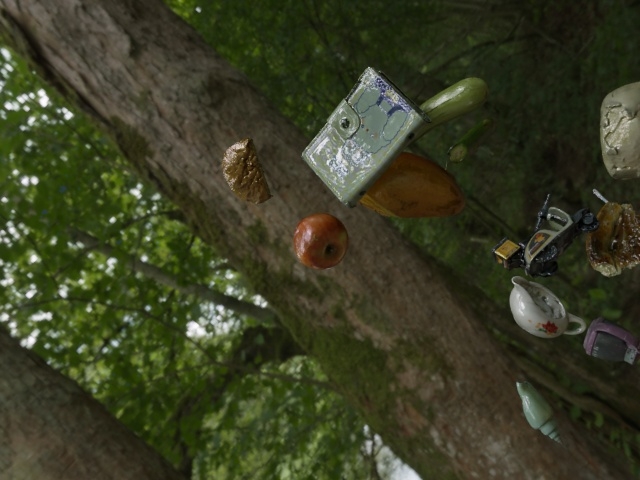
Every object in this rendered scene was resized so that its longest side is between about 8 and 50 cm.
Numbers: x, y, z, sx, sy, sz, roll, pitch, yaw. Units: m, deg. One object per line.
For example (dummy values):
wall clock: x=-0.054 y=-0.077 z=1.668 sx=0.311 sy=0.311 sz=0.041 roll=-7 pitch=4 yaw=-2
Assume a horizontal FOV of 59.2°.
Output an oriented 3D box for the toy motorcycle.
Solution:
toy motorcycle: x=0.589 y=-0.009 z=1.458 sx=0.263 sy=0.157 sz=0.091 roll=-39 pitch=-45 yaw=-13

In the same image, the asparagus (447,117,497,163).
asparagus: x=0.470 y=-0.310 z=1.727 sx=0.277 sy=0.067 sz=0.060 roll=-42 pitch=-39 yaw=-46

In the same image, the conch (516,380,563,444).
conch: x=0.546 y=0.419 z=1.385 sx=0.088 sy=0.180 sz=0.065 roll=-23 pitch=-13 yaw=-37

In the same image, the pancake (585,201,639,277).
pancake: x=0.821 y=-0.017 z=1.482 sx=0.244 sy=0.057 sz=0.266 roll=-4 pitch=48 yaw=56

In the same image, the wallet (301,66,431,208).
wallet: x=0.110 y=-0.262 z=1.451 sx=0.077 sy=0.223 sz=0.309 roll=-7 pitch=-36 yaw=-53

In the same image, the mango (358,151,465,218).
mango: x=0.250 y=-0.150 z=1.641 sx=0.201 sy=0.349 sz=0.199 roll=-67 pitch=-15 yaw=-50

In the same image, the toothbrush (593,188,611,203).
toothbrush: x=0.883 y=-0.099 z=1.705 sx=0.017 sy=0.162 sz=0.014 roll=-9 pitch=-38 yaw=-37

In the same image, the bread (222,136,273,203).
bread: x=-0.259 y=-0.235 z=1.960 sx=0.139 sy=0.229 sz=0.143 roll=-16 pitch=14 yaw=8

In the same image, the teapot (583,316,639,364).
teapot: x=0.828 y=0.276 z=1.575 sx=0.116 sy=0.146 sz=0.148 roll=-37 pitch=-46 yaw=-38

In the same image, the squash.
squash: x=0.312 y=-0.332 z=1.434 sx=0.250 sy=0.083 sz=0.083 roll=-28 pitch=8 yaw=32

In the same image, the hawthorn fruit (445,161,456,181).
hawthorn fruit: x=0.430 y=-0.192 z=1.991 sx=0.140 sy=0.125 sz=0.125 roll=-39 pitch=0 yaw=25

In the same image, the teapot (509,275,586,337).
teapot: x=0.517 y=0.167 z=1.319 sx=0.092 sy=0.226 sz=0.145 roll=-54 pitch=15 yaw=41

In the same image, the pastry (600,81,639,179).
pastry: x=0.802 y=-0.276 z=1.443 sx=0.133 sy=0.265 sz=0.265 roll=-1 pitch=30 yaw=37

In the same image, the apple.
apple: x=0.000 y=0.000 z=1.622 sx=0.163 sy=0.163 sz=0.139 roll=-51 pitch=38 yaw=3
